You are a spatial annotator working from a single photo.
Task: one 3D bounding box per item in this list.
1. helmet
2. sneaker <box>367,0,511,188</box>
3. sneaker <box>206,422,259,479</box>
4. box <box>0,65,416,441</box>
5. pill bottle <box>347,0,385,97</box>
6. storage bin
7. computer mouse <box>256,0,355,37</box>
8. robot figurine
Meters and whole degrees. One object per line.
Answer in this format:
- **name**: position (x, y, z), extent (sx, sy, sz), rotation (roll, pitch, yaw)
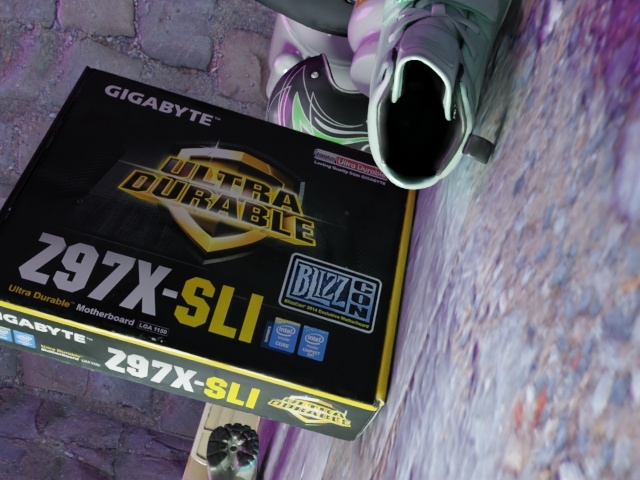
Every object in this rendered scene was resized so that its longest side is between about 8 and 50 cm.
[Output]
- **helmet**: position (0.010, -0.137, 0.966), extent (0.169, 0.162, 0.169), rotation (-163, 90, -85)
- **sneaker**: position (0.089, -0.155, 0.525), extent (0.151, 0.094, 0.255), rotation (-68, -13, -76)
- **sneaker**: position (-0.145, 0.433, 1.241), extent (0.283, 0.110, 0.122), rotation (-75, -13, -54)
- **box**: position (-0.091, 0.002, 0.666), extent (0.079, 0.322, 0.257), rotation (112, 174, -53)
- **pill bottle**: position (0.086, -0.238, 0.815), extent (0.103, 0.103, 0.184), rotation (117, 169, -64)
- **storage bin**: position (-0.215, 0.428, 1.761), extent (0.262, 0.123, 0.260), rotation (115, 171, -57)
- **computer mouse**: position (0.013, -0.310, 0.913), extent (0.072, 0.272, 0.188), rotation (-86, 14, -53)
- **robot figurine**: position (0.028, -0.331, 1.234), extent (0.300, 0.200, 0.353), rotation (-49, -4, -19)
